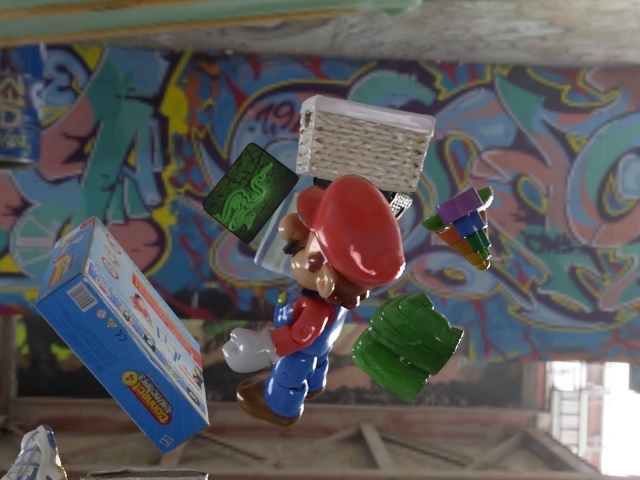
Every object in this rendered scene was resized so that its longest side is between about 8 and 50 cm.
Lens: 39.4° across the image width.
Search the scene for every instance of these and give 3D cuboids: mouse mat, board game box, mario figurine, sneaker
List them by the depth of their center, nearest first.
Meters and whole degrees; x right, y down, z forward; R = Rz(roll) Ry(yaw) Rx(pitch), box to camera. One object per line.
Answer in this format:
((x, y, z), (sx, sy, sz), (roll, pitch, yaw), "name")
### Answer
((-0.022, 0.054, 1.044), (0.170, 0.320, 0.198), (12, -147, -16), "mario figurine")
((-0.307, 0.139, 1.423), (0.086, 0.308, 0.302), (-35, -161, 1), "board game box")
((-0.493, 0.400, 1.488), (0.131, 0.111, 0.296), (-15, -165, -20), "sneaker")
((-0.156, -0.106, 1.965), (0.153, 0.189, 0.007), (37, -179, 19), "mouse mat")

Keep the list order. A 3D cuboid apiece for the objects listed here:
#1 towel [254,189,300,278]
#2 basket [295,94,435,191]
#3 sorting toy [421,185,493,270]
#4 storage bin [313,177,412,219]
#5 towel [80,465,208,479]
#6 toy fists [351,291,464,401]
((0.000, 0.000, 2.057), (0.285, 0.209, 0.034), (17, 164, 27), "towel")
((0.055, -0.127, 1.200), (0.167, 0.103, 0.113), (9, -179, -11), "basket")
((0.249, -0.007, 1.473), (0.127, 0.126, 0.365), (-27, 175, 6), "sorting toy")
((0.087, -0.107, 1.883), (0.180, 0.122, 0.084), (48, -164, 26), "storage bin")
((-0.400, 0.584, 1.956), (0.282, 0.187, 0.049), (8, -161, -28), "towel")
((0.142, 0.177, 1.547), (0.142, 0.096, 0.279), (31, 151, 4), "toy fists")
